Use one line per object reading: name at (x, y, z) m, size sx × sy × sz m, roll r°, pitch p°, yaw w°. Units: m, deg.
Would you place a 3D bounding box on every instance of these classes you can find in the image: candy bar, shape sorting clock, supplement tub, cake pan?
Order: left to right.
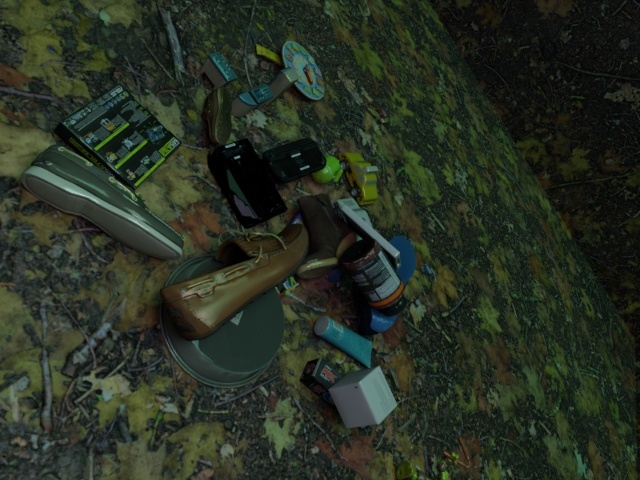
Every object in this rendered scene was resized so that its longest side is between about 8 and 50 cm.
cake pan at (-0.191, 0.158, 1.011) m, size 0.293 × 0.054 × 0.293 m, roll 24°, pitch 52°, yaw -35°
candy bar at (-0.137, -0.573, 1.522) m, size 0.162 × 0.018 × 0.040 m, roll 16°, pitch 56°, yaw -41°
shape sorting clock at (-0.052, -0.555, 1.561) m, size 0.206 × 0.040 × 0.206 m, roll 36°, pitch 43°, yaw -44°
supplement tub at (0.141, 0.097, 1.195) m, size 0.197 × 0.106 × 0.106 m, roll 56°, pitch 39°, yaw -22°

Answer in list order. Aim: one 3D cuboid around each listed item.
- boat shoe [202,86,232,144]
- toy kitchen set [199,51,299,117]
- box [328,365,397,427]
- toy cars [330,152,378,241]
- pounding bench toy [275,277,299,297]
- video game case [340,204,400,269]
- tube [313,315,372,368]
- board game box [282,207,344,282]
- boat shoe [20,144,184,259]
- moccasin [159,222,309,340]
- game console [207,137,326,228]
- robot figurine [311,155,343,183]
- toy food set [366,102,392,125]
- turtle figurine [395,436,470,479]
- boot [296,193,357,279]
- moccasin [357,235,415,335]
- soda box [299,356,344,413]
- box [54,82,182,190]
boat shoe at (-0.263, -0.309, 1.207) m, size 0.064 × 0.060 × 0.177 m, roll 53°, pitch 28°, yaw -55°
toy kitchen set at (-0.192, -0.458, 1.315) m, size 0.166 × 0.122 × 0.207 m, roll 54°, pitch 40°, yaw -9°
box at (0.095, 0.352, 1.076) m, size 0.087 × 0.102 × 0.101 m, roll -21°, pitch 85°, yaw -51°
toy cars at (0.124, -0.132, 1.484) m, size 0.177 × 0.087 × 0.393 m, roll 34°, pitch 47°, yaw -28°
pounding bench toy at (-0.084, 0.096, 1.135) m, size 0.052 × 0.083 × 0.065 m, roll -32°, pitch 92°, yaw -50°
video game case at (0.138, -0.006, 1.273) m, size 0.190 × 0.022 × 0.173 m, roll 43°, pitch -3°, yaw 17°
tube at (0.071, 0.259, 1.235) m, size 0.207 × 0.052 × 0.080 m, roll 37°, pitch 50°, yaw -33°
board game box at (0.000, 0.000, 1.318) m, size 0.201 × 0.035 × 0.136 m, roll 49°, pitch 42°, yaw -15°
boat shoe at (-0.384, -0.066, 0.897) m, size 0.305 × 0.109 × 0.091 m, roll 33°, pitch 52°, yaw -24°
moccasin at (-0.160, 0.047, 0.974) m, size 0.380 × 0.139 × 0.146 m, roll -34°, pitch 103°, yaw -41°
game console at (-0.112, -0.182, 1.270) m, size 0.361 × 0.044 × 0.213 m, roll -29°, pitch 90°, yaw -42°
robot figurine at (0.015, -0.211, 1.431) m, size 0.101 × 0.067 × 0.115 m, roll 33°, pitch 42°, yaw 9°
toy food set at (0.227, -0.490, 1.858) m, size 0.122 × 0.019 × 0.077 m, roll 32°, pitch 47°, yaw -20°
turtle figurine at (0.291, 0.627, 1.218) m, size 0.218 × 0.087 × 0.269 m, roll 26°, pitch 59°, yaw -25°
boot at (-0.016, -0.016, 1.236) m, size 0.249 × 0.090 × 0.206 m, roll -16°, pitch 71°, yaw -50°
moccasin at (0.171, 0.120, 1.373) m, size 0.138 × 0.117 × 0.342 m, roll 39°, pitch 48°, yaw -7°
soda box at (0.033, 0.353, 1.132) m, size 0.169 × 0.053 × 0.060 m, roll 44°, pitch 43°, yaw -18°
box at (-0.413, -0.215, 1.004) m, size 0.184 × 0.045 × 0.190 m, roll 46°, pitch 41°, yaw -20°
